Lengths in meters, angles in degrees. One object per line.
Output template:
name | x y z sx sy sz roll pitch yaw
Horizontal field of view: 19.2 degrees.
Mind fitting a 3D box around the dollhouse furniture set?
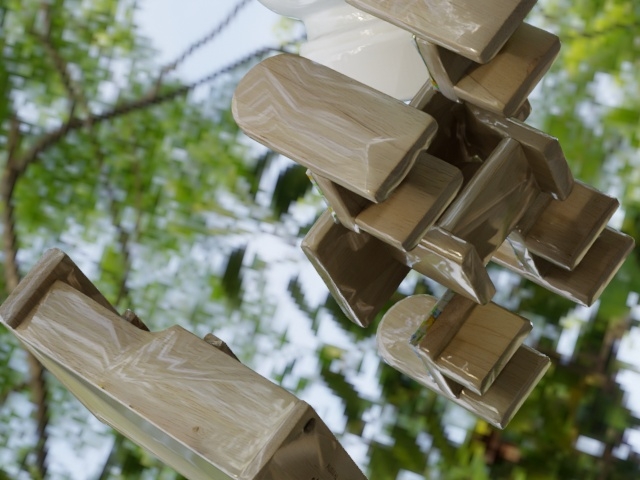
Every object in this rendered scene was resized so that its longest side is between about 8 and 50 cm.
dollhouse furniture set | 0.000 0.000 0.875 0.242 0.161 0.212 -52 -35 -14

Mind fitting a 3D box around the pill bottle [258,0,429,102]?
pill bottle | 0.023 -0.226 1.069 0.169 0.169 0.301 -18 -84 -53
